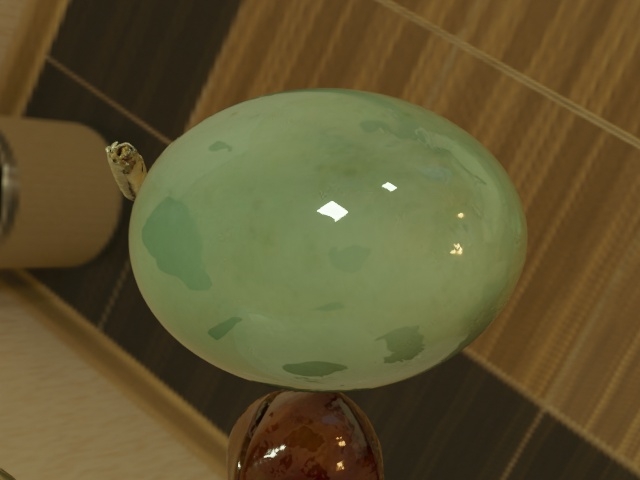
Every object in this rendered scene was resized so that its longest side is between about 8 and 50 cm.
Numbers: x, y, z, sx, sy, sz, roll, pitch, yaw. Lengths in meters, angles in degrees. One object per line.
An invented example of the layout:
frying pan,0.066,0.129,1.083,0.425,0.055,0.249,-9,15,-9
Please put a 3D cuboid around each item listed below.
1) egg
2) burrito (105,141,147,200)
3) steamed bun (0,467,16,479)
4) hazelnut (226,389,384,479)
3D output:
egg,0.000,0.000,1.215,0.388,0.276,0.276,-2,89,33
burrito,-0.253,-0.091,1.766,0.041,0.185,0.045,31,77,5
steamed bun,-0.213,0.179,0.324,0.237,0.394,0.347,26,79,15
hazelnut,-0.030,0.277,1.621,0.208,0.208,0.208,0,90,33
